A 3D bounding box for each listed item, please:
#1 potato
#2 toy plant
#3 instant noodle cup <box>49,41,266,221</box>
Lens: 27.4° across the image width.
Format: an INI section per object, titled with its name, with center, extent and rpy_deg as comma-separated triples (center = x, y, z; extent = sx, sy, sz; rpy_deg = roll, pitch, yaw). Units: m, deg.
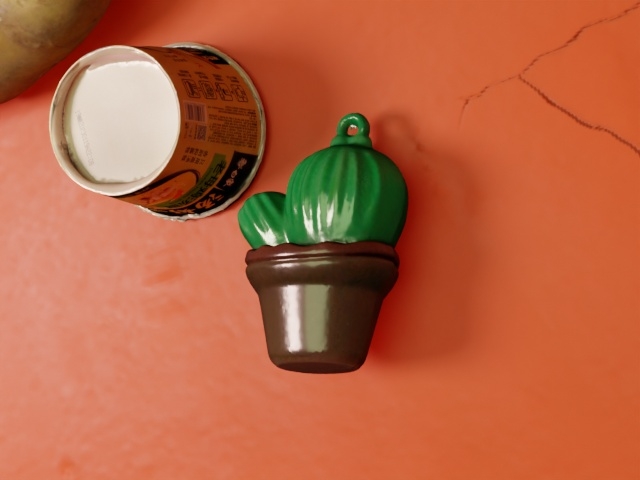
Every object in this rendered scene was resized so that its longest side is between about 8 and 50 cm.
[potato]
center = -0.294, -0.208, 1.082
extent = 0.296, 0.141, 0.192
rpy_deg = -33, 96, 14
[toy plant]
center = 0.000, 0.000, 1.006
extent = 0.143, 0.105, 0.200
rpy_deg = -5, 70, 30
[instant noodle cup]
center = -0.133, -0.091, 1.035
extent = 0.151, 0.122, 0.151
rpy_deg = -1, 87, 20
